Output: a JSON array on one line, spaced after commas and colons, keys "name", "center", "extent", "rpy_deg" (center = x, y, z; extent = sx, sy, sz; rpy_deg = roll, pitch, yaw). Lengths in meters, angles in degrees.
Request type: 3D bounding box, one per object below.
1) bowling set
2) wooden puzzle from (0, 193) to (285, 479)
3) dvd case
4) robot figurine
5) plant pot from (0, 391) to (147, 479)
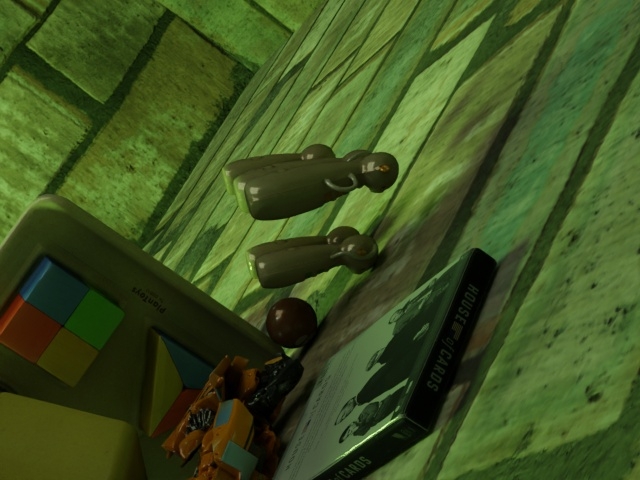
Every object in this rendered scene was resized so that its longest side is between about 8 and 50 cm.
[{"name": "bowling set", "center": [0.000, 0.000, 1.689], "extent": [0.154, 0.200, 0.287], "rpy_deg": [-13, 12, -7]}, {"name": "wooden puzzle", "center": [-0.247, 0.176, 1.643], "extent": [0.348, 0.322, 0.080], "rpy_deg": [-54, 21, 1]}, {"name": "dvd case", "center": [0.042, 0.123, 1.306], "extent": [0.239, 0.029, 0.179], "rpy_deg": [-43, 15, 50]}, {"name": "robot figurine", "center": [-0.099, 0.211, 1.486], "extent": [0.211, 0.085, 0.291], "rpy_deg": [-55, 9, 23]}, {"name": "plant pot", "center": [-0.259, 0.265, 1.478], "extent": [0.212, 0.212, 0.187], "rpy_deg": [86, -159, -46]}]
